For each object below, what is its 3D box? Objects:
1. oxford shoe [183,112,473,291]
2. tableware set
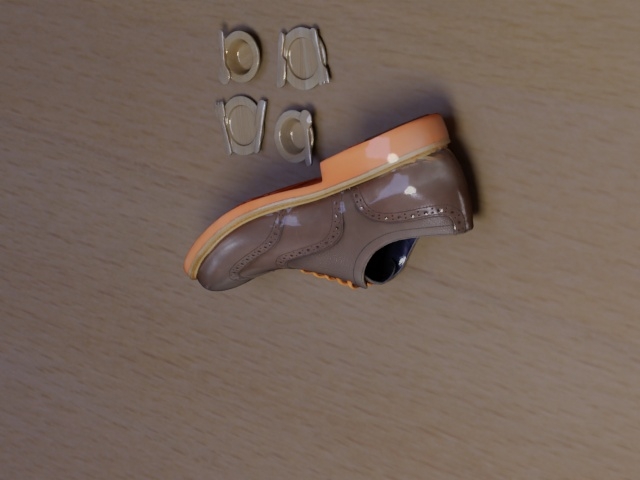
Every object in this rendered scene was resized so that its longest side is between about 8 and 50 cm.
[{"bbox_3d":[0.000,0.000,1.961,0.364,0.130,0.132,-27,87,44],"label":"oxford shoe"},{"bbox_3d":[-0.053,-0.153,2.050,0.169,0.020,0.141,8,103,42],"label":"tableware set"}]
